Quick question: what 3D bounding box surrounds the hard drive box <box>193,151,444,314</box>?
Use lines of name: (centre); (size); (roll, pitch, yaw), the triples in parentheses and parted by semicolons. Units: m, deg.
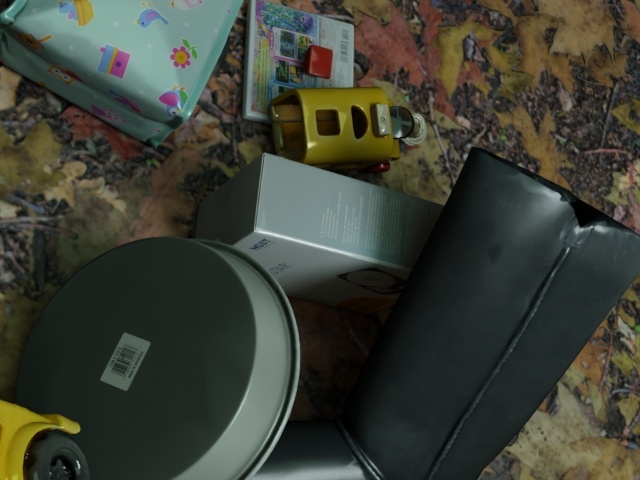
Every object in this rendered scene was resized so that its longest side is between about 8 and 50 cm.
hard drive box: (0.000, 0.000, 1.159); (0.232, 0.181, 0.089); (15, 69, -23)

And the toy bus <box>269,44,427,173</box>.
toy bus: (0.043, -0.132, 1.248); (0.191, 0.104, 0.202); (41, 68, -17)

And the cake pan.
cake pan: (-0.163, 0.121, 0.989); (0.054, 0.293, 0.293); (49, 48, -55)

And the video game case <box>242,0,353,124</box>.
video game case: (-0.025, -0.209, 1.304); (0.143, 0.019, 0.157); (10, 71, -25)

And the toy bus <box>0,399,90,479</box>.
toy bus: (-0.303, 0.220, 0.840); (0.211, 0.149, 0.220); (49, 32, -50)

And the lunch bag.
lunch bag: (-0.201, -0.269, 1.148); (0.223, 0.160, 0.262); (28, 69, -17)

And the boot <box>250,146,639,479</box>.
boot: (0.067, 0.109, 1.039); (0.367, 0.146, 0.445); (23, 108, -31)
